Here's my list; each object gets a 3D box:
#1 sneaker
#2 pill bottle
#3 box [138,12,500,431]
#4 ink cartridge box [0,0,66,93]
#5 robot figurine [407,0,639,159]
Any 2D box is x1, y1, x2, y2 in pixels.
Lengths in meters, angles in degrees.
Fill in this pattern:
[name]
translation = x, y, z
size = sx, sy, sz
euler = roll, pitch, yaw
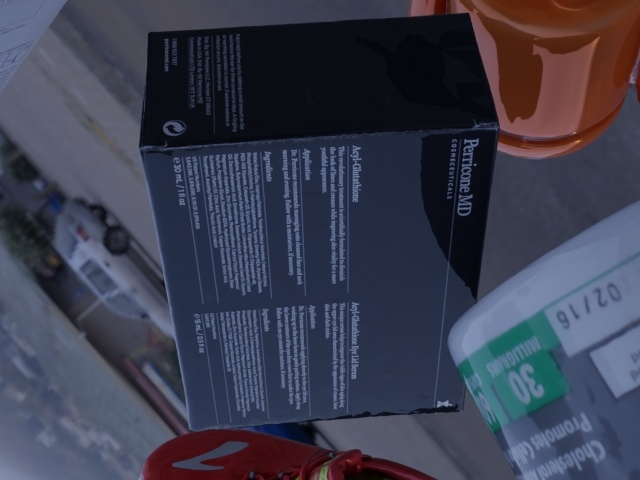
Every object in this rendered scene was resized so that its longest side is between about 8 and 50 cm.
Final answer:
[sneaker]
translation = -0.001, 0.183, 0.863
size = 0.279, 0.107, 0.118
euler = 10, 148, 9
[pill bottle]
translation = 0.233, 0.156, 0.591
size = 0.361, 0.204, 0.204
euler = 62, 173, 13
[box]
translation = 0.000, 0.000, 0.713
size = 0.261, 0.184, 0.103
euler = 89, 179, -48
[ink cartridge box]
translation = -0.268, -0.208, 0.764
size = 0.151, 0.270, 0.395
euler = 52, 132, -1
[robot figurine]
translation = 0.145, -0.135, 0.759
size = 0.219, 0.158, 0.128
euler = 81, 176, -62
